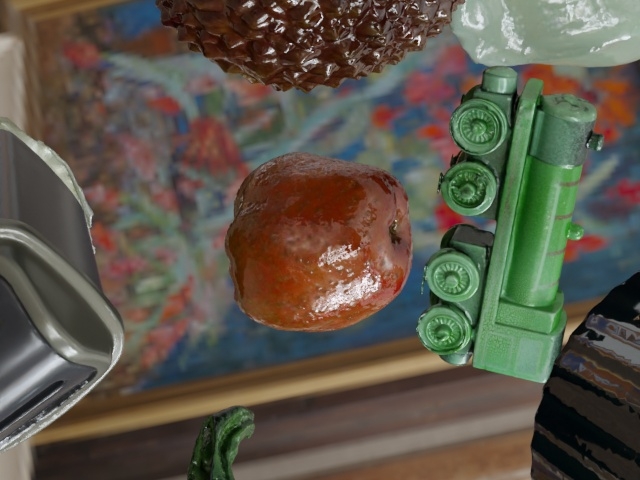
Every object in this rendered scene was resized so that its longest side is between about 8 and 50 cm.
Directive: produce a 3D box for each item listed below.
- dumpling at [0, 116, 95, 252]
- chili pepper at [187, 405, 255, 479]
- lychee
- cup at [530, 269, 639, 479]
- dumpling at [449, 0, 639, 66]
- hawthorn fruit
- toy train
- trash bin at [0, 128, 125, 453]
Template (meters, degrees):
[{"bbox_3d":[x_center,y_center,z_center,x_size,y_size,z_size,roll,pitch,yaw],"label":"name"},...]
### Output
[{"bbox_3d":[-0.372,0.024,1.636,0.233,0.316,0.395,-107,173,-66],"label":"dumpling"},{"bbox_3d":[-0.090,0.213,1.566,0.073,0.050,0.182,31,36,-21],"label":"chili pepper"},{"bbox_3d":[-0.008,-0.253,1.416,0.304,0.276,0.275,24,-38,43],"label":"lychee"},{"bbox_3d":[0.263,0.161,0.818,0.292,0.242,0.307,-148,-138,-70],"label":"cup"},{"bbox_3d":[0.259,-0.287,1.793,0.270,0.212,0.320,44,26,5],"label":"dumpling"},{"bbox_3d":[0.000,0.000,1.591,0.189,0.189,0.189,-13,90,-84],"label":"hawthorn fruit"},{"bbox_3d":[0.147,-0.009,1.314,0.085,0.119,0.251,-56,157,-63],"label":"toy train"},{"bbox_3d":[-0.281,0.051,1.381,0.182,0.209,0.290,48,11,-29],"label":"trash bin"}]
